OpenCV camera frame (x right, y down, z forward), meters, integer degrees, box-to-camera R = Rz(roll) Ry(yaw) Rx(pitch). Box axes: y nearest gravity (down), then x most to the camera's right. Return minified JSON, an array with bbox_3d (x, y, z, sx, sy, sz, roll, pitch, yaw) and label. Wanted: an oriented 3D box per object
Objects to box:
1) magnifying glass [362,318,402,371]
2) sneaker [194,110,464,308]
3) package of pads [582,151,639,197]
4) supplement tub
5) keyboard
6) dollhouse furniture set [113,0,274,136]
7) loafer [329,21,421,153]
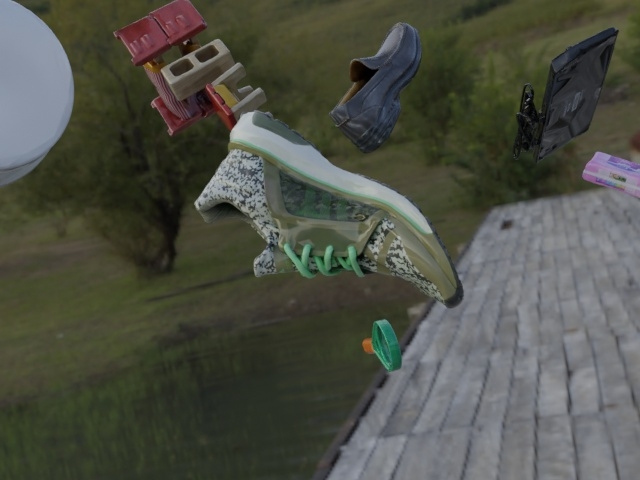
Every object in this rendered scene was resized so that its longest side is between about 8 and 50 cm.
[{"bbox_3d":[0.108,0.189,1.762,0.026,0.092,0.231,-16,-4,-11],"label":"magnifying glass"},{"bbox_3d":[0.000,0.000,1.279,0.410,0.182,0.158,33,-14,28],"label":"sneaker"},{"bbox_3d":[0.394,-0.088,1.295,0.083,0.032,0.050,20,34,21],"label":"package of pads"},{"bbox_3d":[-0.386,-0.136,1.016,0.191,0.191,0.272,-14,3,-37],"label":"supplement tub"},{"bbox_3d":[0.229,-0.141,0.959,0.100,0.038,0.192,-31,-23,-7],"label":"keyboard"},{"bbox_3d":[-0.213,-0.252,1.765,0.152,0.201,0.374,-30,48,-7],"label":"dollhouse furniture set"},{"bbox_3d":[0.060,-0.173,1.027,0.062,0.061,0.170,-31,32,49],"label":"loafer"}]
